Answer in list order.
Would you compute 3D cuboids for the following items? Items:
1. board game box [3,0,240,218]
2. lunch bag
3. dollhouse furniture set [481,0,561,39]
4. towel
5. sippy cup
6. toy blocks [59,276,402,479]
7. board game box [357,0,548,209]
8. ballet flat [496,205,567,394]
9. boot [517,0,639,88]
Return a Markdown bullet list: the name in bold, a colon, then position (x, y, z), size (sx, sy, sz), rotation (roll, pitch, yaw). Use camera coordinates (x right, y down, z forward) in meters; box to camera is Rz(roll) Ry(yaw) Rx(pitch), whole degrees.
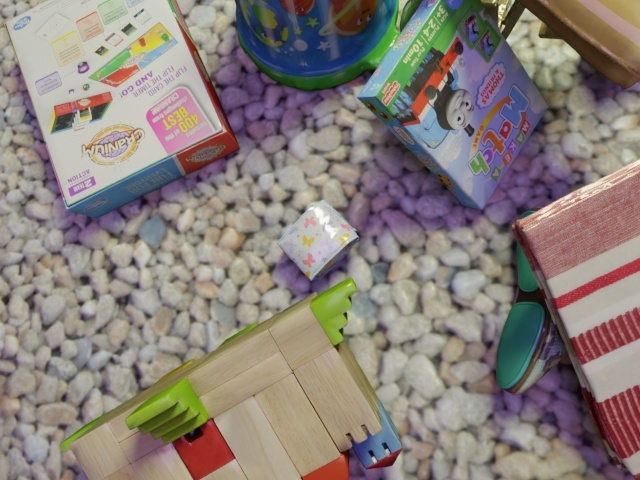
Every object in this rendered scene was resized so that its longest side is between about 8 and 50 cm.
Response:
- **board game box**: position (-0.288, -0.225, 0.621), size (0.243, 0.064, 0.316), rotation (-25, 79, 4)
- **lunch bag**: position (0.000, 0.000, 0.552), size (0.071, 0.053, 0.083), rotation (45, 99, 14)
- **dollhouse furniture set**: position (0.265, -0.326, 0.527), size (0.161, 0.101, 0.181), rotation (17, 84, 25)
- **towel**: position (0.361, 0.069, 0.435), size (0.237, 0.037, 0.328), rotation (-27, 103, 5)
- **sippy cup**: position (-0.020, -0.343, 0.521), size (0.306, 0.224, 0.239), rotation (1, 81, 9)
- **toy blocks**: position (-0.065, 0.245, 0.477), size (0.382, 0.191, 0.260), rotation (-31, 90, 3)
- **board game box**: position (0.162, -0.159, 0.494), size (0.212, 0.039, 0.160), rotation (35, 87, -32)
- **ballet flat**: position (0.262, 0.071, 0.499), size (0.079, 0.077, 0.221), rotation (12, 82, -10)
- **boot**: position (0.238, -0.301, 0.420), size (0.270, 0.089, 0.236), rotation (37, 77, 6)
